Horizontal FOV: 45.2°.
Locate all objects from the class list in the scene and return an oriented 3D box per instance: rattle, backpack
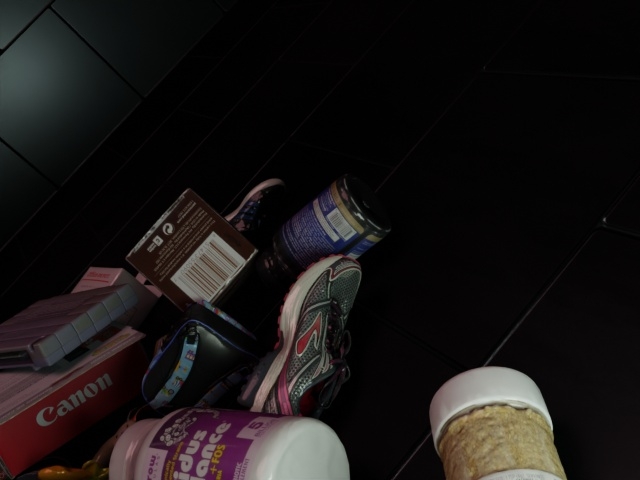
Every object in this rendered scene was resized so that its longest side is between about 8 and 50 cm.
[{"bbox_3d":[-0.381,0.342,1.327,0.130,0.142,0.200,-34,30,59],"label":"rattle"},{"bbox_3d":[-0.198,0.208,1.253,0.173,0.158,0.117,-52,18,12],"label":"backpack"}]

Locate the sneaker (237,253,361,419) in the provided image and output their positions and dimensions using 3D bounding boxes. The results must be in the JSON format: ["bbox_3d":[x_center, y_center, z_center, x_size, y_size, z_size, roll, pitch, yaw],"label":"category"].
[{"bbox_3d":[-0.002,0.159,1.103,0.112,0.121,0.299,6,61,37],"label":"sneaker"}]

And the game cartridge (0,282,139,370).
[{"bbox_3d":[-0.535,0.174,1.503,0.355,0.068,0.230,-11,15,42],"label":"game cartridge"}]

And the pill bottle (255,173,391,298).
[{"bbox_3d":[0.000,0.000,1.279,0.219,0.122,0.123,-38,28,22],"label":"pill bottle"}]

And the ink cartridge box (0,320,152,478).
[{"bbox_3d":[-0.473,0.281,1.418,0.309,0.130,0.271,-32,19,-29],"label":"ink cartridge box"}]

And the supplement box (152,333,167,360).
[{"bbox_3d":[-0.273,0.202,1.463,0.083,0.043,0.055,-33,30,22],"label":"supplement box"}]

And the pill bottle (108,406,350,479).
[{"bbox_3d":[-0.126,0.297,0.967,0.301,0.169,0.169,-6,46,38],"label":"pill bottle"}]

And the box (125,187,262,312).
[{"bbox_3d":[-0.216,0.034,1.395,0.168,0.167,0.203,-49,-4,-4],"label":"box"}]

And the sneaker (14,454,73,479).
[{"bbox_3d":[-0.560,0.517,1.393,0.319,0.112,0.131,-43,2,10],"label":"sneaker"}]

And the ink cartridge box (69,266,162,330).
[{"bbox_3d":[-0.500,0.174,1.721,0.207,0.119,0.354,-2,50,53],"label":"ink cartridge box"}]

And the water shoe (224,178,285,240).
[{"bbox_3d":[-0.140,-0.041,1.609,0.203,0.073,0.080,-42,55,5],"label":"water shoe"}]

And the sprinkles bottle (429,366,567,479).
[{"bbox_3d":[0.180,0.275,0.678,0.121,0.121,0.355,-34,30,20],"label":"sprinkles bottle"}]

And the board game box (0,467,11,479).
[{"bbox_3d":[-0.689,0.531,1.427,0.213,0.046,0.317,-41,6,48],"label":"board game box"}]
